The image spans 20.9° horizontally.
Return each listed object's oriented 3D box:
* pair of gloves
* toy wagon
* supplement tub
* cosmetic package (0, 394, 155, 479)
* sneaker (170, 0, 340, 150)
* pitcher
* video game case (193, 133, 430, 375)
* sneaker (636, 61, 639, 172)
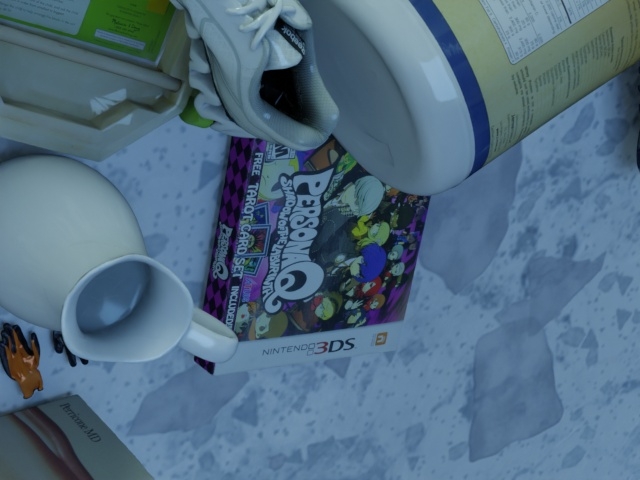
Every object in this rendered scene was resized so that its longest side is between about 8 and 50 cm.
[{"bbox_3d":[-0.226,0.085,1.432,0.083,0.010,0.074,-31,127,-23],"label":"pair of gloves"},{"bbox_3d":[-0.148,-0.230,1.282,0.267,0.068,0.344,14,104,-41],"label":"toy wagon"},{"bbox_3d":[0.146,-0.205,1.406,0.316,0.228,0.228,-34,130,-18],"label":"supplement tub"},{"bbox_3d":[-0.293,0.243,1.373,0.296,0.153,0.129,-15,123,-32],"label":"cosmetic package"},{"bbox_3d":[-0.065,-0.184,1.245,0.110,0.118,0.292,-38,129,-13],"label":"sneaker"},{"bbox_3d":[-0.167,0.023,1.309,0.178,0.207,0.125,29,95,-43],"label":"pitcher"},{"bbox_3d":[0.000,0.000,1.533,0.210,0.042,0.232,-5,116,-36],"label":"video game case"},{"bbox_3d":[0.326,-0.189,1.642,0.131,0.112,0.319,0,121,-16],"label":"sneaker"}]
